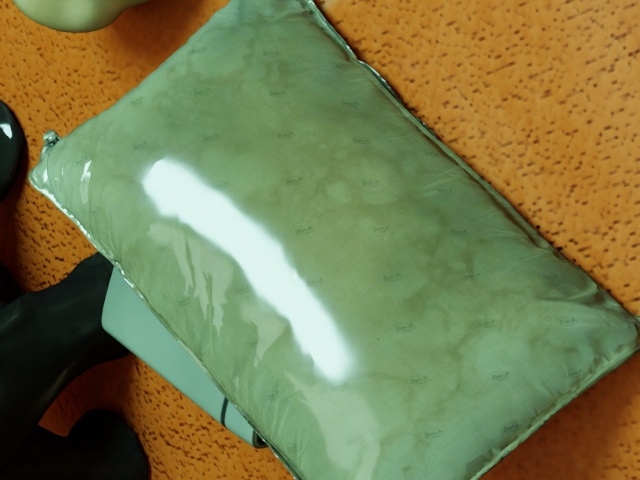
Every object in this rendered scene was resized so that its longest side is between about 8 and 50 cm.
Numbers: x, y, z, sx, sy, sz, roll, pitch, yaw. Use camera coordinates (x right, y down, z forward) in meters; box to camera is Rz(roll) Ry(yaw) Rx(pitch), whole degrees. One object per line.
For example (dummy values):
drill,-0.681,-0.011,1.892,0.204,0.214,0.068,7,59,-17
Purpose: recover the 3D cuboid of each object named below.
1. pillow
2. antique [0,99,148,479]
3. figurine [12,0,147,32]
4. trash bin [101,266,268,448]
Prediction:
pillow,0.000,0.000,0.866,0.185,0.075,0.302,-40,68,-8
antique,-0.261,0.049,1.017,0.322,0.255,0.185,53,130,20
figurine,-0.161,-0.203,0.969,0.196,0.108,0.114,50,147,24
trash bin,-0.054,0.036,0.967,0.130,0.059,0.116,33,116,30
